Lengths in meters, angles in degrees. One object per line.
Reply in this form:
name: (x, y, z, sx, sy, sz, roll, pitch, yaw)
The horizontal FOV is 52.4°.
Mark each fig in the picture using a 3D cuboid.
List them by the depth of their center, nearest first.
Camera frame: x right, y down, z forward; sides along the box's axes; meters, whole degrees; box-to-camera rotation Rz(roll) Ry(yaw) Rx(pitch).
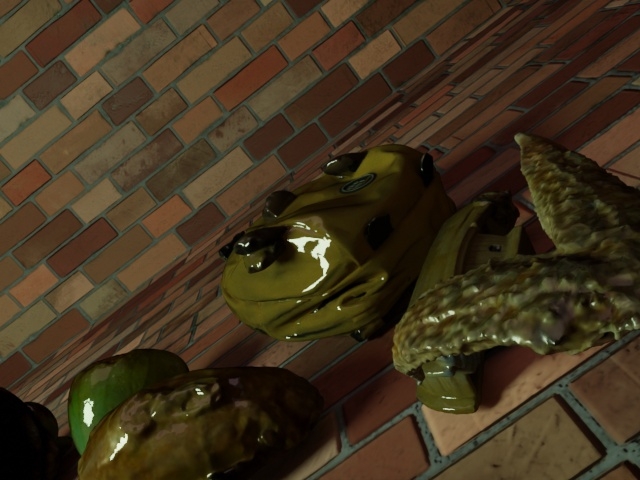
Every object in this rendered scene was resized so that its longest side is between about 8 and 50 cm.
fig: (-0.293, 0.254, 0.993, 0.181, 0.181, 0.191, -22, 46, 48)

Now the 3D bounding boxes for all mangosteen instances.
mangosteen: (-0.623, 0.381, 1.144, 0.297, 0.297, 0.313, -36, 18, 9)

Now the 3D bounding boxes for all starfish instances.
starfish: (0.221, 0.037, 0.400, 0.398, 0.132, 0.384, -5, 27, 38)

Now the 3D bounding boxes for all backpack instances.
backpack: (0.002, 0.006, 0.958, 0.378, 0.201, 0.353, -21, 18, 42)

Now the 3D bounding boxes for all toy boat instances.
toy boat: (0.168, 0.041, 0.673, 0.122, 0.089, 0.321, -17, 25, 34)

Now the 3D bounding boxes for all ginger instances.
ginger: (-0.155, 0.235, 0.723, 0.321, 0.172, 0.165, -30, 56, 20)
